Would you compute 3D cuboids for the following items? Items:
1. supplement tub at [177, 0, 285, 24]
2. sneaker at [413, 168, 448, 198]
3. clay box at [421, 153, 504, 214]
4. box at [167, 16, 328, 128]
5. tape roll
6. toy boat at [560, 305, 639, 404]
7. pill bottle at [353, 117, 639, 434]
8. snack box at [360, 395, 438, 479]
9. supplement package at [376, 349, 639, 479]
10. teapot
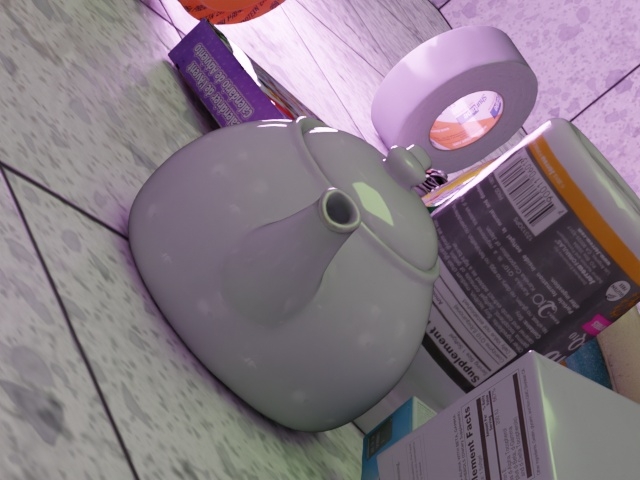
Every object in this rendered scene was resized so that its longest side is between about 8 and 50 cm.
[{"bbox_3d":[-0.145,-0.399,1.890,0.207,0.207,0.338,33,21,-54],"label":"supplement tub"},{"bbox_3d":[0.125,-0.067,2.200,0.061,0.065,0.158,50,12,-2],"label":"sneaker"},{"bbox_3d":[0.153,-0.039,1.891,0.053,0.127,0.222,59,-12,-3],"label":"clay box"},{"bbox_3d":[-0.007,-0.078,1.747,0.293,0.057,0.201,39,9,-42],"label":"box"},{"bbox_3d":[0.179,-0.183,2.369,0.219,0.219,0.072,32,24,-55],"label":"tape roll"},{"bbox_3d":[0.308,0.169,1.963,0.318,0.148,0.268,-116,-174,-55],"label":"toy boat"},{"bbox_3d":[0.136,0.043,1.439,0.162,0.278,0.162,47,14,-15],"label":"pill bottle"},{"bbox_3d":[0.161,0.266,1.235,0.322,0.060,0.187,40,24,-17],"label":"snack box"},{"bbox_3d":[0.161,0.236,1.048,0.204,0.145,0.262,27,42,-31],"label":"supplement package"},{"bbox_3d":[0.000,0.000,1.285,0.252,0.187,0.256,36,19,-41],"label":"teapot"}]
